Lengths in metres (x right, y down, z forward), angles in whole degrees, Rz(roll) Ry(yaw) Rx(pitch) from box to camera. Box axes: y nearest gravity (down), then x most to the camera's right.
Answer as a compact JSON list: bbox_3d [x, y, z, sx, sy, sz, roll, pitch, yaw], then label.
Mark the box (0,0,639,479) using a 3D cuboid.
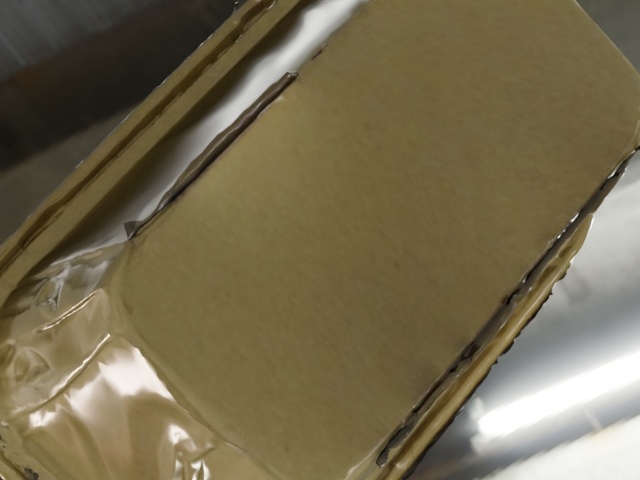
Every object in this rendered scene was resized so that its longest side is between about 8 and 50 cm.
[{"bbox_3d":[0.000,0.000,0.370,0.111,0.111,0.177,15,-127,45],"label":"box"}]
